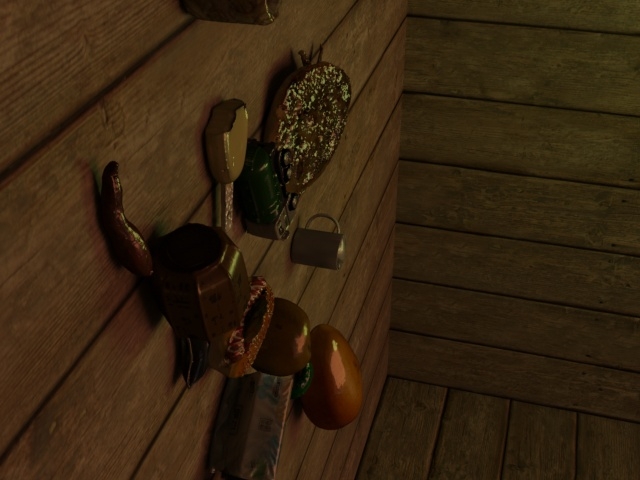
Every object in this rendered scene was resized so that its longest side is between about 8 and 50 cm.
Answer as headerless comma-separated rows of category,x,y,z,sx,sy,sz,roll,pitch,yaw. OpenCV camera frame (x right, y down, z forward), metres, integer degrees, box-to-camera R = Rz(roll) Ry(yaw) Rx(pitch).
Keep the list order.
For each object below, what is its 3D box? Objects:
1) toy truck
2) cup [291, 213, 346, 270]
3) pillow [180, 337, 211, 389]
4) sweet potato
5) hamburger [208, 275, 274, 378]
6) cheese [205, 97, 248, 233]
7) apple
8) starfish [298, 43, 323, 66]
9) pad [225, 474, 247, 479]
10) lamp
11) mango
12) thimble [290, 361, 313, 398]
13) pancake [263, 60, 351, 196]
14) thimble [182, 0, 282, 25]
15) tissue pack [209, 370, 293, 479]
toy truck,-0.119,-0.105,1.729,0.242,0.101,0.125,78,29,-50
cup,0.001,0.007,2.226,0.099,0.133,0.136,72,30,-61
pillow,-0.233,0.200,1.545,0.091,0.055,0.135,-126,-141,-62
sweet potato,-0.285,-0.026,1.191,0.214,0.050,0.050,81,22,-43
hamburger,-0.160,0.176,1.695,0.173,0.116,0.210,80,22,-60
cheese,-0.176,-0.132,1.567,0.127,0.050,0.255,-55,150,-63
apple,-0.095,0.219,1.892,0.182,0.155,0.182,1,90,-77
starfish,-0.031,-0.366,2.025,0.231,0.048,0.295,56,47,-73
pad,-0.155,0.517,2.059,0.300,0.005,0.202,53,44,-60
lamp,-0.200,0.071,1.382,0.185,0.161,0.161,89,16,-50
mango,0.028,0.410,2.505,0.199,0.201,0.350,-113,-166,-61
thimble,-0.079,0.348,2.159,0.130,0.118,0.090,-50,163,-12
pancake,-0.034,-0.256,1.952,0.356,0.065,0.356,-46,145,-46
thimble,-0.134,-0.445,1.335,0.137,0.143,0.190,-2,100,-76
tissue pack,-0.165,0.408,1.839,0.159,0.145,0.229,153,-49,-66
